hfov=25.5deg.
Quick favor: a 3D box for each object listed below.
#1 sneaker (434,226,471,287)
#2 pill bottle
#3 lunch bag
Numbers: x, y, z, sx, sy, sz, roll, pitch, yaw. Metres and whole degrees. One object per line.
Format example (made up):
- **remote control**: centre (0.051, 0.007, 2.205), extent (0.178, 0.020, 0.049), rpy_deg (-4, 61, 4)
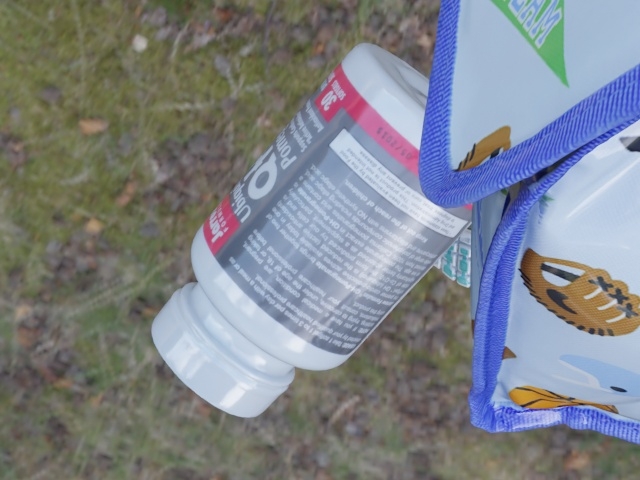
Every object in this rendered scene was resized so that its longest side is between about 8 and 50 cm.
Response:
- **sneaker**: centre (0.129, -0.008, 1.431), extent (0.166, 0.076, 0.065), rpy_deg (24, 129, 15)
- **pill bottle**: centre (0.000, 0.000, 1.230), extent (0.176, 0.176, 0.318), rpy_deg (37, 106, -17)
- **lunch bag**: centre (0.168, -0.112, 0.541), extent (0.239, 0.327, 0.385), rpy_deg (8, 158, 8)
